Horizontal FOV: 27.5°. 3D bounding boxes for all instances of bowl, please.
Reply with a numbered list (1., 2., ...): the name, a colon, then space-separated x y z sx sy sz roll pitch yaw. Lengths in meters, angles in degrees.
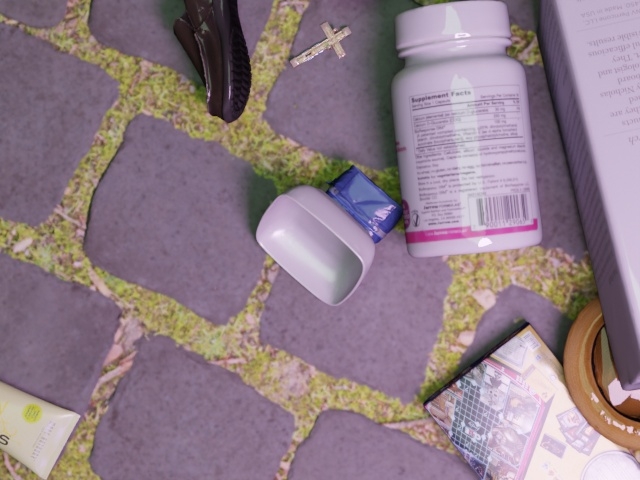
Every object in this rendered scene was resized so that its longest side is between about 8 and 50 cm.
1. bowl: 0.000 0.000 1.561 0.142 0.142 0.053 42 57 4

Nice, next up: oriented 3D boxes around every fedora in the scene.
1. fedora: 0.378 0.150 1.547 0.194 0.079 0.194 -1 86 7

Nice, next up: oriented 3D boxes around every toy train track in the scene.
1. toy train track: 0.000 -0.238 1.608 0.083 0.014 0.048 -31 88 5

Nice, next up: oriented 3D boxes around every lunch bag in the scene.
1. lunch bag: 0.047 -0.042 1.579 0.098 0.067 0.065 41 93 4

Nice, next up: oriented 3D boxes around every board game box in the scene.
1. board game box: 0.262 0.244 1.578 0.165 0.042 0.243 -38 88 4

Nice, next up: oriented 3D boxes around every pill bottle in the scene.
1. pill bottle: 0.166 -0.127 1.523 0.160 0.160 0.283 -6 90 5

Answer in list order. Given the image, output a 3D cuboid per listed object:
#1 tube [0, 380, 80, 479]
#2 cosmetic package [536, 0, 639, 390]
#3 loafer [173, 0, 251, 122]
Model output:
1. tube: -0.424 0.199 1.626 0.240 0.062 0.070 30 133 -1
2. cosmetic package: 0.365 -0.079 1.430 0.161 0.230 0.454 -12 77 5
3. loafer: -0.137 -0.249 1.594 0.078 0.080 0.220 -8 85 14
